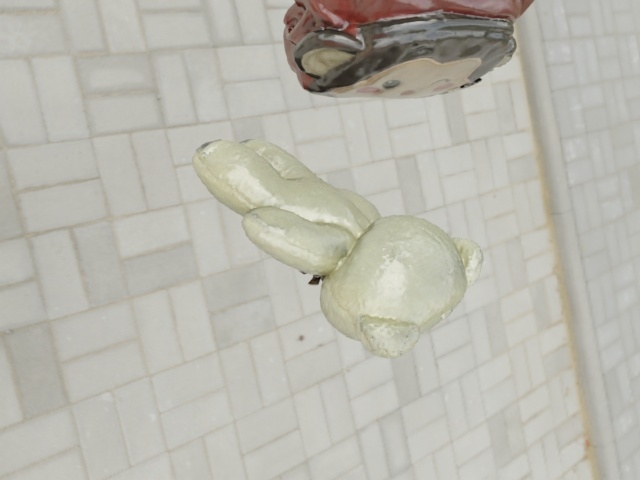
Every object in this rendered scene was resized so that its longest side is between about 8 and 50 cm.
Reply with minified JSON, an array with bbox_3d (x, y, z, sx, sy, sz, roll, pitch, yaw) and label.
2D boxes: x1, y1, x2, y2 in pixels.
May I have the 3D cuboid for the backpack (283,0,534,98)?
[{"bbox_3d":[0.082,-0.205,0.552,0.229,0.229,0.139,-9,73,-38],"label":"backpack"}]

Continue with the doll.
[{"bbox_3d":[0.002,-0.001,0.661,0.278,0.149,0.175,40,54,14],"label":"doll"}]
